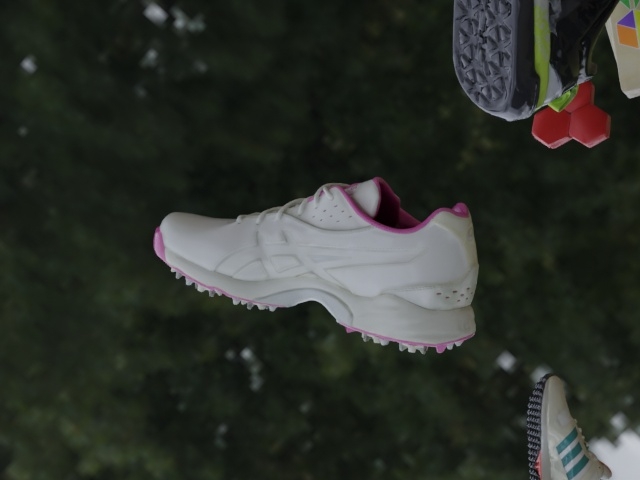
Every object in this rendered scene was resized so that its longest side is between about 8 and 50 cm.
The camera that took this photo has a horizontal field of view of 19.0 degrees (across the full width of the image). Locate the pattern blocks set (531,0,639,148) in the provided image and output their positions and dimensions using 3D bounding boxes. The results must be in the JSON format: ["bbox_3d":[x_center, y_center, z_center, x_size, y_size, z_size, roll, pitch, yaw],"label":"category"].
[{"bbox_3d":[0.372,-0.227,1.934,0.026,0.325,0.285,33,-124,-62],"label":"pattern blocks set"}]

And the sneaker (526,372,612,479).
[{"bbox_3d":[0.248,0.212,1.899,0.075,0.161,0.057,-1,177,-7],"label":"sneaker"}]

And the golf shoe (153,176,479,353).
[{"bbox_3d":[0.000,0.000,1.682,0.306,0.140,0.115,14,-165,18],"label":"golf shoe"}]

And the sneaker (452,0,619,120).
[{"bbox_3d":[0.135,-0.179,1.117,0.097,0.234,0.084,-18,-138,-29],"label":"sneaker"}]
